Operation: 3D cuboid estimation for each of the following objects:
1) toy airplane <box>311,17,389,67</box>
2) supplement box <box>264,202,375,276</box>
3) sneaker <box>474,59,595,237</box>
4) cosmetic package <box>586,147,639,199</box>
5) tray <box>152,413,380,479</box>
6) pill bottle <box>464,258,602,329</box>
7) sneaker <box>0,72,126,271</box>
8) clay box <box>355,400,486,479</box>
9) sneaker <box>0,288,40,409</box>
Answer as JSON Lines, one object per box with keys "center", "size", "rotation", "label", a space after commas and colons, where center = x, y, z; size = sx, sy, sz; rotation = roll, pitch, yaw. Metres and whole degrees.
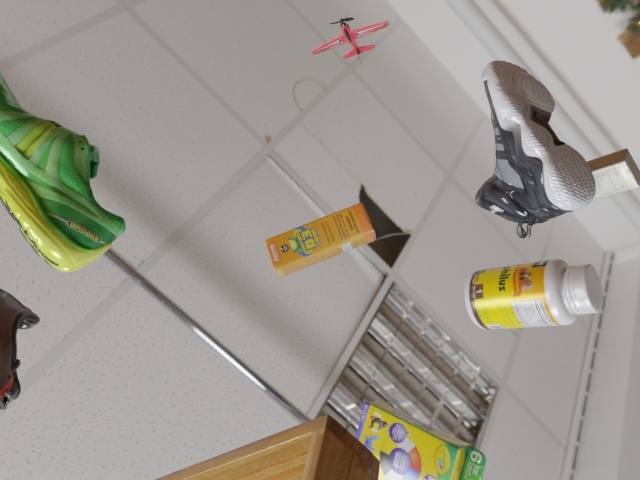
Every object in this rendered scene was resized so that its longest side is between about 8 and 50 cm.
{"center": [0.061, -0.370, 0.897], "size": [0.151, 0.151, 0.028], "rotation": [-1, -106, -34], "label": "toy airplane"}
{"center": [0.000, 0.000, 1.066], "size": [0.234, 0.080, 0.078], "rotation": [-23, -107, 3], "label": "supplement box"}
{"center": [0.288, -0.135, 0.737], "size": [0.101, 0.153, 0.268], "rotation": [-6, -115, -24], "label": "sneaker"}
{"center": [0.469, -0.105, 0.819], "size": [0.060, 0.115, 0.041], "rotation": [50, -129, -19], "label": "cosmetic package"}
{"center": [-0.142, 0.303, 0.393], "size": [0.076, 0.411, 0.202], "rotation": [48, -148, -19], "label": "tray"}
{"center": [0.384, 0.099, 0.881], "size": [0.117, 0.215, 0.117], "rotation": [14, -110, -42], "label": "pill bottle"}
{"center": [-0.348, -0.102, 0.599], "size": [0.123, 0.109, 0.295], "rotation": [-31, -91, -33], "label": "sneaker"}
{"center": [0.159, 0.378, 0.826], "size": [0.053, 0.222, 0.127], "rotation": [18, -94, -47], "label": "clay box"}
{"center": [-0.223, 0.098, 0.300], "size": [0.065, 0.061, 0.157], "rotation": [40, -140, -35], "label": "sneaker"}
